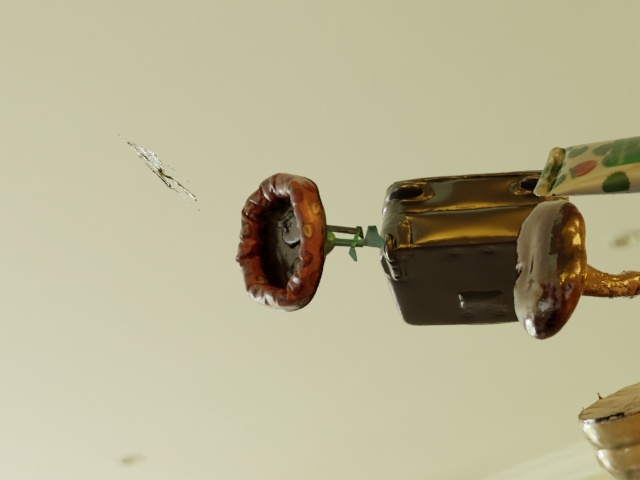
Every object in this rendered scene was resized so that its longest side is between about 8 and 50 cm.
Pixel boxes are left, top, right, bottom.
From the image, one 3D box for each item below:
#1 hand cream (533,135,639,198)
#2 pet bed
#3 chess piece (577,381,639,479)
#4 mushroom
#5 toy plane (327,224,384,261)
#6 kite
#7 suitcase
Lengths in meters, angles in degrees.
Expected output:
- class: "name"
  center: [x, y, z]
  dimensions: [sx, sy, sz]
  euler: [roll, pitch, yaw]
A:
- class: "hand cream"
  center: [0.332, -0.073, 1.191]
  dimensions: [0.276, 0.095, 0.059]
  euler: [-5, -60, 24]
- class: "pet bed"
  center: [-0.053, 0.002, 1.826]
  dimensions: [0.053, 0.201, 0.201]
  euler: [9, -33, -32]
- class: "chess piece"
  center: [0.372, 0.292, 1.347]
  dimensions: [0.137, 0.301, 0.137]
  euler: [-20, 0, 0]
- class: "mushroom"
  center: [0.405, 0.063, 2.011]
  dimensions: [0.217, 0.227, 0.148]
  euler: [20, -26, -19]
- class: "toy plane"
  center: [0.000, 0.000, 2.336]
  dimensions: [0.235, 0.060, 0.096]
  euler: [3, -50, 17]
- class: "kite"
  center: [-0.242, -0.106, 1.958]
  dimensions: [0.010, 0.160, 0.183]
  euler: [-49, -9, -10]
- class: "suitcase"
  center: [0.290, 0.027, 2.428]
  dimensions: [0.345, 0.188, 0.339]
  euler: [-5, -36, 11]
